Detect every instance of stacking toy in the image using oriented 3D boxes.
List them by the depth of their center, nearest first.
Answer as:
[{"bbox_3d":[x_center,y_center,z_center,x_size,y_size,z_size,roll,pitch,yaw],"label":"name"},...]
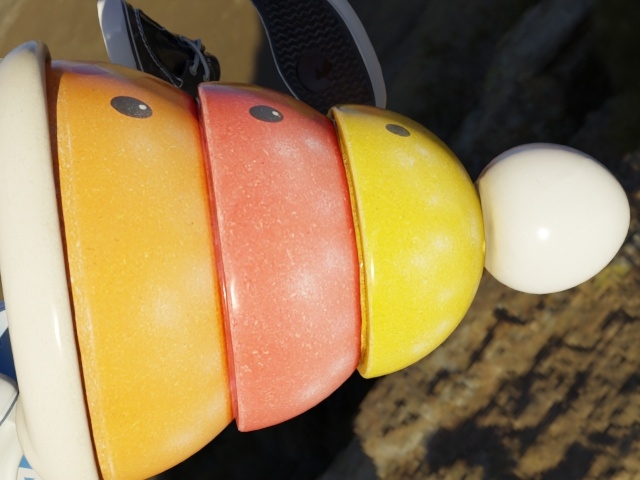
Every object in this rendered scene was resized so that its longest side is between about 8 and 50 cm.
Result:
[{"bbox_3d":[0.000,0.000,1.044,0.350,0.479,0.351,172,90,-82],"label":"stacking toy"}]

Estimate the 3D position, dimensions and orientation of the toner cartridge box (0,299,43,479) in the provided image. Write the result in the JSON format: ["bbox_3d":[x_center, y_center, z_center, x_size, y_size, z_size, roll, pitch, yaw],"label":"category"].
[{"bbox_3d":[-0.320,0.242,1.575,0.165,0.348,0.075,-29,13,-31],"label":"toner cartridge box"}]

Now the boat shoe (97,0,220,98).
[{"bbox_3d":[-0.167,-0.193,1.563,0.102,0.301,0.108,-16,63,6],"label":"boat shoe"}]

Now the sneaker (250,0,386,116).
[{"bbox_3d":[-0.002,-0.245,1.406,0.106,0.290,0.123,-34,-6,36],"label":"sneaker"}]

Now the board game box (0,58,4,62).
[{"bbox_3d":[-0.403,-0.168,1.534,0.126,0.186,0.026,137,125,-64],"label":"board game box"}]

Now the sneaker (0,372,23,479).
[{"bbox_3d":[-0.350,0.252,1.334,0.094,0.091,0.258,-19,35,51],"label":"sneaker"}]
